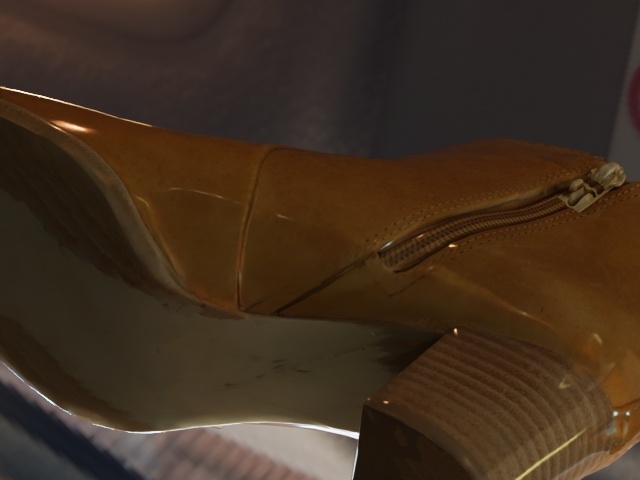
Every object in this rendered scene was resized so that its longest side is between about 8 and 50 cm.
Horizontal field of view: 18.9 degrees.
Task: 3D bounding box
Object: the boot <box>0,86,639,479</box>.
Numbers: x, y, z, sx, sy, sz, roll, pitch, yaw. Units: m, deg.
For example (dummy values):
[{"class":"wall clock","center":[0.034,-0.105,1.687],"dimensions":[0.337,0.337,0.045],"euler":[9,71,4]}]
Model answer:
[{"class":"boot","center":[0.001,0.000,0.737],"dimensions":[0.295,0.211,0.104],"euler":[29,-55,21]}]
